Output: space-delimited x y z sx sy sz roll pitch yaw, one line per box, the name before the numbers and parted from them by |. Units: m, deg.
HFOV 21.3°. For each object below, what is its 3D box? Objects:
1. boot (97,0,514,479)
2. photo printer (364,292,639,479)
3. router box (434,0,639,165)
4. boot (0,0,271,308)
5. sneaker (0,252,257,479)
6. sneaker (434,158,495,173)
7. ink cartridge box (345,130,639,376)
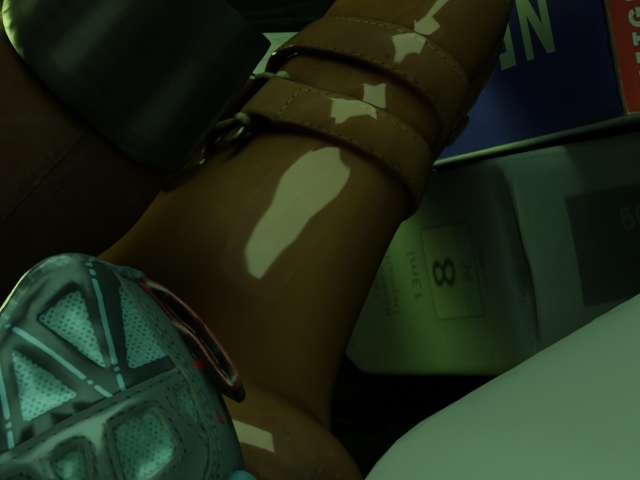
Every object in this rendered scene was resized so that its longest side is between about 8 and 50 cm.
boot | 0.000 0.000 0.568 0.220 0.109 0.283 -46 13 -9
photo printer | 0.166 0.076 0.404 0.256 0.107 0.307 7 18 37
router box | 0.192 -0.100 0.756 0.301 0.082 0.335 -11 1 -16
boot | -0.139 0.014 0.569 0.280 0.096 0.264 -49 22 3
sneaker | -0.140 0.072 0.384 0.261 0.125 0.104 -13 -19 0
sneaker | 0.125 -0.104 1.068 0.292 0.118 0.110 -6 -2 -11
ink cartridge box | 0.126 0.000 0.837 0.308 0.091 0.385 -11 -1 -25
